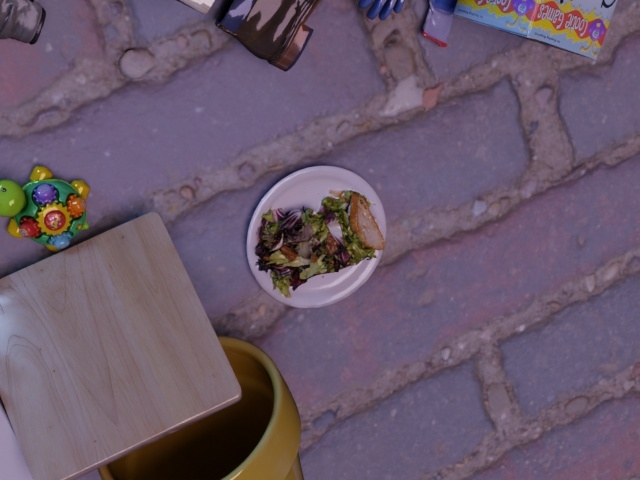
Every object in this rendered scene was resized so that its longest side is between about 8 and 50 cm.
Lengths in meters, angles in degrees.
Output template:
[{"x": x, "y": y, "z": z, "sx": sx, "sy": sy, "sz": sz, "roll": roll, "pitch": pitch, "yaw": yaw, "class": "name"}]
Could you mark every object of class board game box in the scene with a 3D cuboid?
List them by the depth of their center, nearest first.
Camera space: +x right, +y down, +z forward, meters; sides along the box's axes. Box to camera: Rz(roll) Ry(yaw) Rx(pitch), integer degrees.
[{"x": 0.303, "y": -0.388, "z": 1.481, "sx": 0.144, "sy": 0.142, "sz": 0.275, "roll": 8, "pitch": 106, "yaw": -40, "class": "board game box"}]

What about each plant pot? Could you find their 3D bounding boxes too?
[{"x": -0.127, "y": 0.293, "z": 1.513, "sx": 0.254, "sy": 0.254, "sz": 0.239, "roll": -33, "pitch": 131, "yaw": -8, "class": "plant pot"}]

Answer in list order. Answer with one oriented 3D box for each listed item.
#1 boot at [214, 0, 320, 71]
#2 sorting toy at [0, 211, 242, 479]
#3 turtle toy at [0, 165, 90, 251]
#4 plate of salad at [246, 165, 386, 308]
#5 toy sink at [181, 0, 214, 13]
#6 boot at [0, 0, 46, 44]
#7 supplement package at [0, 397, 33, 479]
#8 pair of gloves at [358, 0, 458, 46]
[{"x": -0.041, "y": -0.324, "z": 1.415, "sx": 0.106, "sy": 0.082, "sz": 0.219, "roll": 21, "pitch": 93, "yaw": -24, "class": "boot"}, {"x": -0.257, "y": 0.137, "z": 1.420, "sx": 0.255, "sy": 0.089, "sz": 0.257, "roll": -25, "pitch": 71, "yaw": -8, "class": "sorting toy"}, {"x": -0.335, "y": -0.037, "z": 1.404, "sx": 0.130, "sy": 0.066, "sz": 0.095, "roll": 22, "pitch": 98, "yaw": -26, "class": "turtle toy"}, {"x": 0.000, "y": 0.000, "z": 1.562, "sx": 0.199, "sy": 0.048, "sz": 0.200, "roll": -7, "pitch": 111, "yaw": -20, "class": "plate of salad"}, {"x": -0.209, "y": -0.371, "z": 1.295, "sx": 0.234, "sy": 0.153, "sz": 0.131, "roll": 28, "pitch": 96, "yaw": -26, "class": "toy sink"}, {"x": -0.385, "y": -0.334, "z": 1.288, "sx": 0.161, "sy": 0.083, "sz": 0.247, "roll": -10, "pitch": 117, "yaw": -26, "class": "boot"}, {"x": -0.481, "y": 0.282, "z": 1.411, "sx": 0.261, "sy": 0.145, "sz": 0.204, "roll": -27, "pitch": 115, "yaw": -11, "class": "supplement package"}, {"x": 0.135, "y": -0.339, "z": 1.496, "sx": 0.198, "sy": 0.023, "sz": 0.159, "roll": 15, "pitch": 105, "yaw": -37, "class": "pair of gloves"}]
